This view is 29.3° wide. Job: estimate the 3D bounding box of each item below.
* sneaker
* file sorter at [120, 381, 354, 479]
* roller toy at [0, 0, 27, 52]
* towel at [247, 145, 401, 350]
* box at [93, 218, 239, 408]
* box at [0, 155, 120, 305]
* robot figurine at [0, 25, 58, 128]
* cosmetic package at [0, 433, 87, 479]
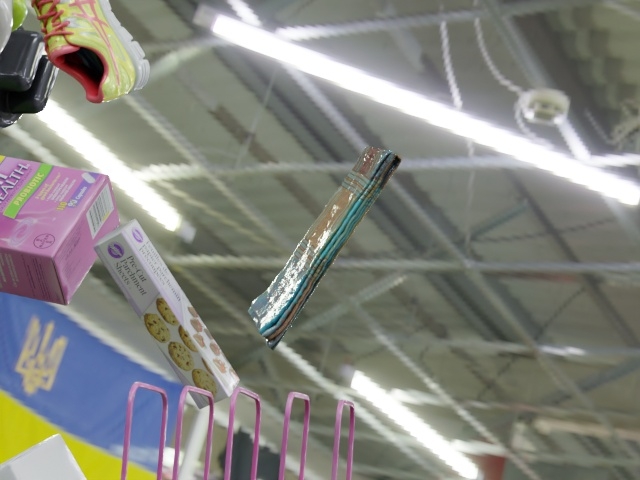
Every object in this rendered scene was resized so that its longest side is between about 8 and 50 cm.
[{"bbox_3d":[-0.283,-0.243,1.379,0.081,0.094,0.208,-31,-77,42],"label":"sneaker"},{"bbox_3d":[-0.103,0.288,1.614,0.291,0.182,0.202,3,-9,8],"label":"file sorter"},{"bbox_3d":[-0.478,-0.299,1.500,0.209,0.146,0.191,-6,-35,-4],"label":"roller toy"},{"bbox_3d":[0.000,0.000,2.055,0.040,0.370,0.271,34,1,-10],"label":"towel"},{"bbox_3d":[-0.245,0.121,1.970,0.067,0.063,0.324,-26,-77,22],"label":"box"},{"bbox_3d":[-0.500,-0.023,2.074,0.243,0.213,0.117,10,-45,16],"label":"box"},{"bbox_3d":[-0.533,-0.256,1.802,0.278,0.173,0.209,5,-65,14],"label":"robot figurine"},{"bbox_3d":[-0.282,0.413,1.275,0.365,0.197,0.155,58,8,0],"label":"cosmetic package"}]
